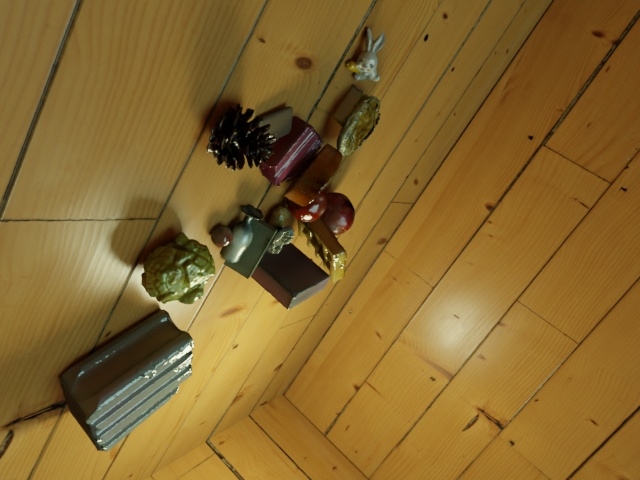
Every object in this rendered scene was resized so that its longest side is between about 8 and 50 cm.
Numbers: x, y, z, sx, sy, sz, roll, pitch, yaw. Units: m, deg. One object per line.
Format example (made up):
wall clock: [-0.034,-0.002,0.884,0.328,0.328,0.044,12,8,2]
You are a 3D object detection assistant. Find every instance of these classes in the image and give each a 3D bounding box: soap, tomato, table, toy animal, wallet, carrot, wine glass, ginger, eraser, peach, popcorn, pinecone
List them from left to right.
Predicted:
soap: [-0.697,0.510,1.792,0.435,0.213,0.350,-36,152,-35]
popcorn: [-0.471,0.095,1.614,0.256,0.195,0.254,-32,142,-43]
peach: [-0.365,-0.014,1.796,0.083,0.083,0.083,-43,158,-22]
wine glass: [-0.309,-0.025,1.866,0.222,0.103,0.103,-58,158,20]
pinecone: [-0.230,-0.297,1.436,0.208,0.208,0.207,-43,158,-22]
table: [-0.277,0.017,1.981,0.240,0.122,0.111,-58,179,19]
ginger: [-0.230,-0.026,2.075,0.298,0.065,0.118,-53,163,11]
wallet: [-0.161,-0.389,1.641,0.153,0.039,0.117,-32,150,-34]
soap: [-0.149,0.148,2.212,0.286,0.296,0.107,-22,145,-50]
soap: [-0.113,-0.317,1.776,0.250,0.099,0.162,-51,160,-2]
tomato: [-0.053,-0.159,2.064,0.167,0.167,0.167,-43,158,-22]
carrot: [-0.025,-0.263,1.911,0.258,0.100,0.307,-37,-163,40]
tomato: [0.071,-0.128,2.321,0.208,0.185,0.207,9,90,-66]
eraser: [0.149,-0.529,2.009,0.157,0.069,0.226,-57,158,10]
toy animal: [0.166,-0.680,1.794,0.181,0.131,0.127,86,14,-71]

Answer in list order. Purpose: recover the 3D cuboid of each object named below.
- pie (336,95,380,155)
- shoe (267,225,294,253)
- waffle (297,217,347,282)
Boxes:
pie: [0.159,-0.463,1.968,0.274,0.055,0.274,-47,161,-21]
shoe: [-0.165,-0.022,2.004,0.169,0.071,0.099,-46,-154,38]
waffle: [0.001,0.000,2.228,0.078,0.348,0.304,-30,156,-14]
